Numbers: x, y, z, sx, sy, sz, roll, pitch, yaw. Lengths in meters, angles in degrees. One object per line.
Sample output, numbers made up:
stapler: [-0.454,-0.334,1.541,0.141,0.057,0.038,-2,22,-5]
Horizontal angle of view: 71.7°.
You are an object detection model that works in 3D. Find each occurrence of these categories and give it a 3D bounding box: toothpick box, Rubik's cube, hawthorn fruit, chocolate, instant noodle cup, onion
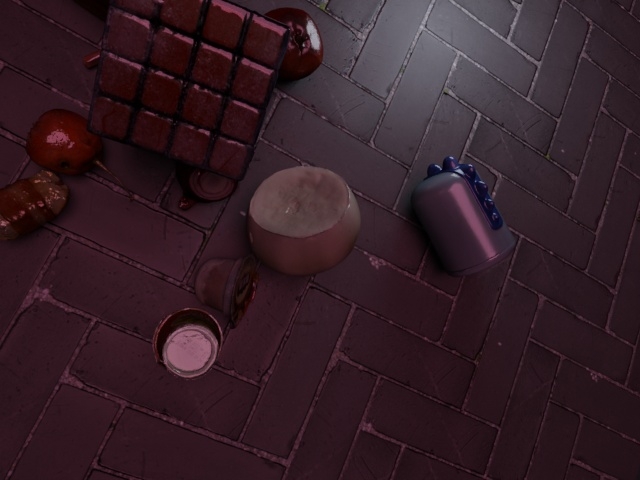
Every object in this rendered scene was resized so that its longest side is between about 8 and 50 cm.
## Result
toothpick box: [0.443,-0.090,1.406,0.263,0.263,0.355,-30,93,-18]
Rubik's cube: [-0.282,-0.373,1.016,0.343,0.337,0.345,20,108,-14]
hawthorn fruit: [-0.593,-0.214,1.140,0.285,0.165,0.165,31,76,-19]
chocolate: [-0.268,0.125,1.214,0.147,0.221,0.222,8,81,10]
instant noodle cup: [-0.338,0.272,1.137,0.193,0.212,0.193,2,84,-18]
hawthorn fruit: [-0.094,-0.570,1.295,0.215,0.249,0.215,-8,113,-19]
onion: [-0.334,-0.174,1.239,0.198,0.135,0.173,-41,125,19]

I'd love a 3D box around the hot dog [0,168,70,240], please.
hot dog: [-0.734,-0.086,1.106,0.213,0.103,0.146,-31,73,-28]

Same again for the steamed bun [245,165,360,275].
steamed bun: [-0.046,-0.043,1.235,0.324,0.206,0.324,-3,51,3]

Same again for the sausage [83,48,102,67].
sausage: [-0.584,-0.519,1.227,0.147,0.035,0.030,-33,127,-20]

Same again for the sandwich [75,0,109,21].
sandwich: [-0.568,-0.701,1.149,0.198,0.227,0.155,33,75,-13]
